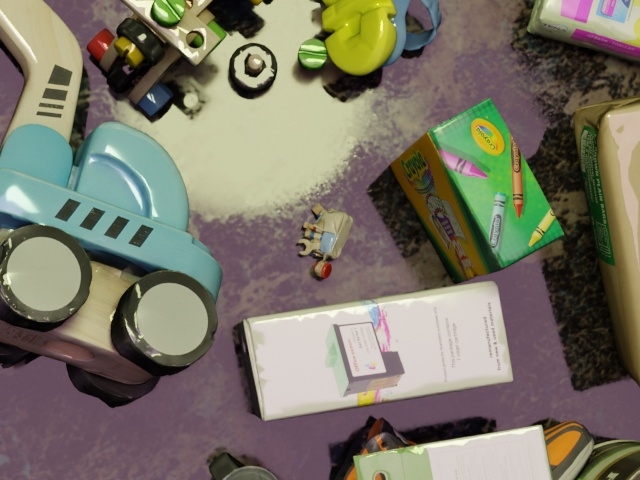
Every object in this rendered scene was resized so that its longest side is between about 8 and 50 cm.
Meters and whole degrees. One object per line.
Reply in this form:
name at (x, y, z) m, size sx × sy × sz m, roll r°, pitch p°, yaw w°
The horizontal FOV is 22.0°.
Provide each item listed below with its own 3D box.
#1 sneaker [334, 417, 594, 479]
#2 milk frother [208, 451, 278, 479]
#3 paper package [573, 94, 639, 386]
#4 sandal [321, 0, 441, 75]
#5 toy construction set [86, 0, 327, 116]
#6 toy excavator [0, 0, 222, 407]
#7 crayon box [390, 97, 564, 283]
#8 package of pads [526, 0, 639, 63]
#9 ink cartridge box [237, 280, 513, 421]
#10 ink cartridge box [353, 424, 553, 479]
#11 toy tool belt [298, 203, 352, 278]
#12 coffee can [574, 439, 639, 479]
sneaker at (0.146, 0.261, 1.877) m, size 0.321 × 0.124 × 0.180 m, roll -33°, pitch 90°, yaw -6°
milk frother at (-0.089, 0.325, 1.846) m, size 0.129 × 0.135 × 0.143 m, roll 26°, pitch 80°, yaw 28°
paper package at (0.466, -0.017, 1.855) m, size 0.309 × 0.168 × 0.325 m, roll -11°, pitch 97°, yaw -4°
sandal at (0.059, -0.340, 1.933) m, size 0.138 × 0.126 × 0.317 m, roll 1°, pitch 76°, yaw -42°
toy construction set at (-0.158, -0.307, 1.837) m, size 0.257 × 0.237 × 0.309 m, roll -22°, pitch 87°, yaw -6°
toy excavator at (-0.295, -0.089, 1.828) m, size 0.433 × 0.222 × 0.445 m, roll 21°, pitch 65°, yaw -17°
crayon box at (0.167, -0.048, 1.825) m, size 0.081 × 0.278 × 0.165 m, roll -28°, pitch 88°, yaw -7°
package of pads at (0.398, -0.359, 1.958) m, size 0.229 × 0.101 × 0.297 m, roll 16°, pitch 85°, yaw -3°
ink cartridge box at (0.055, 0.125, 1.840) m, size 0.278 × 0.201 × 0.117 m, roll -8°, pitch 86°, yaw -5°
ink cartridge box at (0.148, 0.271, 1.796) m, size 0.209 × 0.062 × 0.109 m, roll -10°, pitch 82°, yaw 2°
toy tool belt at (0.000, 0.000, 1.928) m, size 0.051 × 0.052 × 0.083 m, roll 17°, pitch 80°, yaw 28°
coffee can at (0.373, 0.326, 1.816) m, size 0.201 × 0.275 × 0.202 m, roll 0°, pitch 85°, yaw -5°
